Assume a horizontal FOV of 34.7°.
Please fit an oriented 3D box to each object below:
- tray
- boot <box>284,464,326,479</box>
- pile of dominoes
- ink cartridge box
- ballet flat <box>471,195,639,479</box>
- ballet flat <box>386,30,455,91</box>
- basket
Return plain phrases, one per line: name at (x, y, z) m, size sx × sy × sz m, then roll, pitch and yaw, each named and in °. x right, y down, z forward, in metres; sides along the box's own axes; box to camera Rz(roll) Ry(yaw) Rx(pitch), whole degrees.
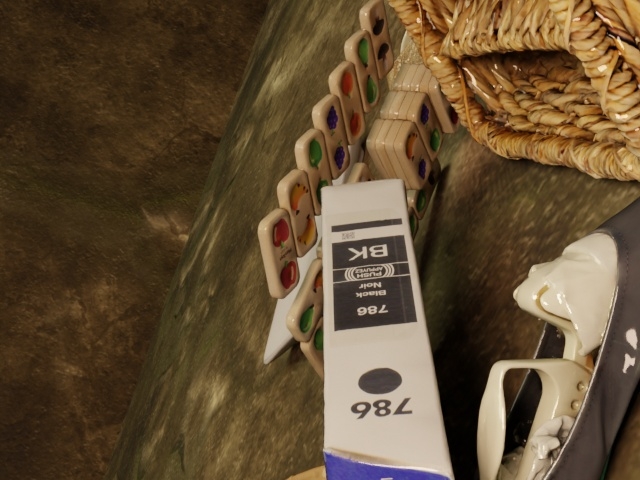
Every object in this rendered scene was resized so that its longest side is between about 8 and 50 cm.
tray at (0.000, 0.000, 1.133) m, size 0.145 × 0.030 × 0.270 m, roll -48°, pitch 24°, yaw 53°
boot at (-0.045, 0.317, 0.717) m, size 0.236 × 0.089 × 0.270 m, roll -36°, pitch 33°, yaw 47°
pile of dominoes at (0.043, -0.029, 0.758) m, size 0.251 × 0.040 × 0.196 m, roll -66°, pitch -33°, yaw -27°
ink cartridge box at (0.038, 0.111, 0.579) m, size 0.333 × 0.065 × 0.165 m, roll -93°, pitch -4°, yaw -61°
ballet flat at (0.120, 0.058, 0.492) m, size 0.074 × 0.074 × 0.203 m, roll -170°, pitch 101°, yaw -76°
ballet flat at (0.112, -0.197, 0.893) m, size 0.206 × 0.073 × 0.067 m, roll -57°, pitch 49°, yaw 34°
basket at (0.105, -0.180, 0.611) m, size 0.223 × 0.213 × 0.299 m, roll -66°, pitch 13°, yaw 6°
